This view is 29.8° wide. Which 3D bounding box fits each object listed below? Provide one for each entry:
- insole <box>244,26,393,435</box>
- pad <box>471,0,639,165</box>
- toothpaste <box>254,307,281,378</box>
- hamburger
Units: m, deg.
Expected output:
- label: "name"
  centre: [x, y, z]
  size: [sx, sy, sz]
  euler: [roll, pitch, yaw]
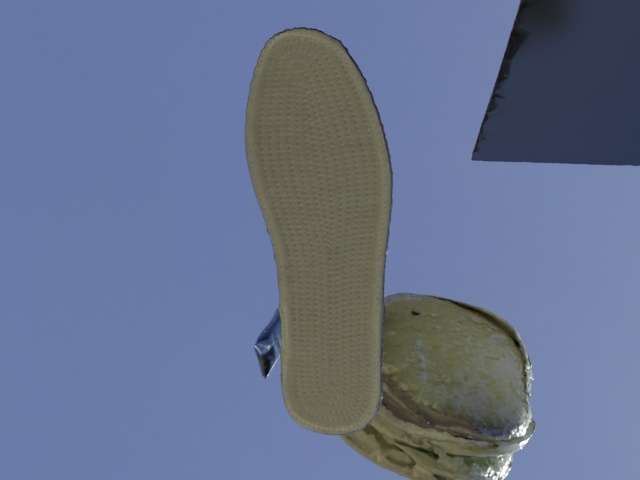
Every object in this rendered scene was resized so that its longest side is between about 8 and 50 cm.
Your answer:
- label: "insole"
  centre: [0.000, 0.000, 0.434]
  size: [0.053, 0.002, 0.153]
  euler: [0, -75, 7]
- label: "pad"
  centre: [0.222, -0.155, 0.904]
  size: [0.006, 0.170, 0.246]
  euler: [-105, -159, -48]
- label: "toothpaste"
  centre: [-0.031, 0.067, 0.840]
  size: [0.019, 0.083, 0.027]
  euler: [-8, -70, 18]
- label: "hamburger"
  centre: [0.071, 0.093, 0.755]
  size: [0.133, 0.140, 0.062]
  euler: [25, -57, 3]
